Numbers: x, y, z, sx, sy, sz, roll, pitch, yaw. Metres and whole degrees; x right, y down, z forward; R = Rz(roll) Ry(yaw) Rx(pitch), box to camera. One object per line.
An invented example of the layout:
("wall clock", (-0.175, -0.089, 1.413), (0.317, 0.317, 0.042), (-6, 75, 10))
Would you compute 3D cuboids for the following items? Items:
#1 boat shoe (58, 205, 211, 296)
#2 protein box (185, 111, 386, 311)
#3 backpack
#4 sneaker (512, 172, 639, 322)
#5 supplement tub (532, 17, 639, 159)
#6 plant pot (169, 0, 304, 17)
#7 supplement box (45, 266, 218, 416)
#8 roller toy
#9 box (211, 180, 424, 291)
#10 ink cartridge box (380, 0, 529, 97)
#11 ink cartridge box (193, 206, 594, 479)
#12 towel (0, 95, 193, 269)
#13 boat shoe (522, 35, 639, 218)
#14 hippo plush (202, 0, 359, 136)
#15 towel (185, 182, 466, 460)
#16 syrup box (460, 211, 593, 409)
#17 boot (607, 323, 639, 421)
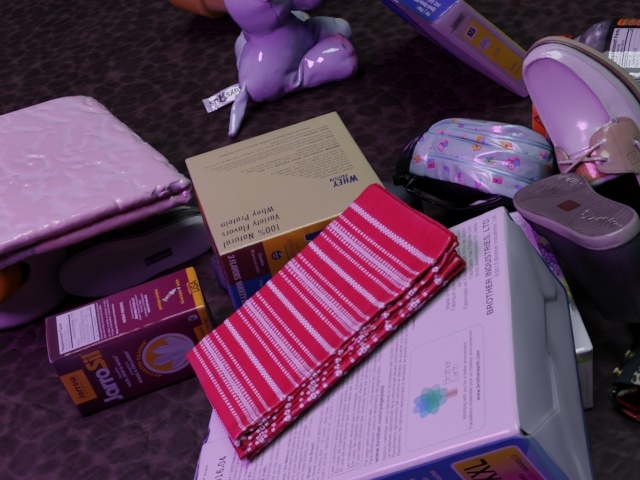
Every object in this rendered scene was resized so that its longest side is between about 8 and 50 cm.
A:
("boat shoe", (-0.255, 0.012, 1.310), (0.219, 0.077, 0.070), (-19, 39, -18))
("protein box", (-0.033, -0.022, 1.130), (0.200, 0.136, 0.201), (-19, 40, -7))
("backpack", (0.201, -0.090, 1.184), (0.152, 0.115, 0.182), (7, 6, -37))
("sneaker", (0.278, 0.008, 1.018), (0.083, 0.118, 0.222), (-25, 21, -1))
("supplement tub", (0.451, -0.173, 1.193), (0.338, 0.207, 0.207), (6, 44, 25))
("plant pot", (-0.137, -0.531, 1.797), (0.239, 0.254, 0.254), (20, 49, 17))
("supplement box", (-0.219, 0.121, 1.140), (0.188, 0.104, 0.081), (-20, 40, -5))
("roller toy", (-0.441, 0.014, 1.304), (0.191, 0.146, 0.209), (10, 46, 28))
("box", (0.000, 0.000, 1.248), (0.183, 0.059, 0.232), (17, 48, 33))
("ink cartridge box", (0.157, -0.361, 1.459), (0.072, 0.307, 0.303), (-52, 42, 10))
("ink cartridge box", (0.037, 0.166, 0.904), (0.395, 0.151, 0.270), (-23, 35, 25))
("towel", (-0.381, -0.083, 1.267), (0.317, 0.053, 0.332), (-23, 41, -27))
("boat shoe", (0.330, -0.097, 1.093), (0.103, 0.302, 0.113), (-45, 8, -34))
("hippo plush", (-0.091, -0.371, 1.578), (0.294, 0.236, 0.234), (-26, 41, -14))
("towel", (-0.005, 0.063, 0.913), (0.275, 0.031, 0.199), (-42, 29, -2))
("syrup box", (0.225, 0.077, 1.057), (0.096, 0.093, 0.237), (-12, 39, 3))
("boot", (0.343, 0.093, 1.011), (0.236, 0.085, 0.178), (24, 56, 40))
